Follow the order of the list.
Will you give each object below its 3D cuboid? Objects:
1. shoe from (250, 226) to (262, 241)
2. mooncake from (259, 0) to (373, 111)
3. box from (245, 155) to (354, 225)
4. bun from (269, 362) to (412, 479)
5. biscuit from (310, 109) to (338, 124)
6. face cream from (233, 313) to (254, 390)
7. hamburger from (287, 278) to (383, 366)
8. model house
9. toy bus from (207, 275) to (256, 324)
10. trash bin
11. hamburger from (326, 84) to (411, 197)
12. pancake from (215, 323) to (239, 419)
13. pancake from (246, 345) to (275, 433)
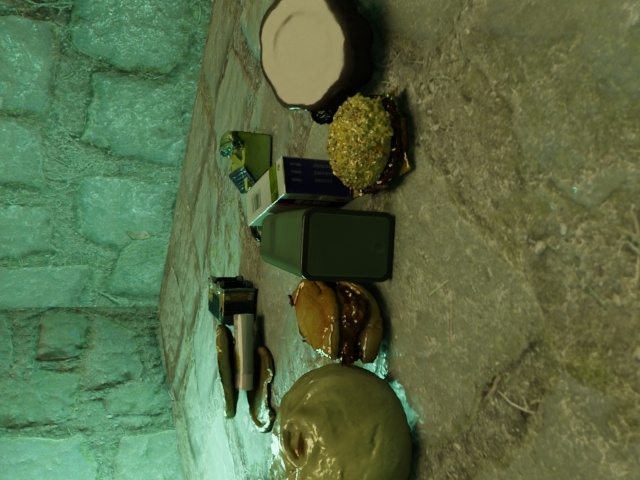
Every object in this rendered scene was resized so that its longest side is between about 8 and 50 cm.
[{"bbox_3d":[-0.179,-0.037,1.854,0.137,0.114,0.291,-55,37,40],"label":"shoe"},{"bbox_3d":[-0.006,-0.471,1.373,0.305,0.154,0.306,10,107,34],"label":"mooncake"},{"bbox_3d":[-0.064,-0.121,1.519,0.299,0.199,0.107,151,117,-61],"label":"box"},{"bbox_3d":[0.012,0.446,1.217,0.364,0.202,0.365,-26,55,44],"label":"bun"},{"bbox_3d":[0.021,-0.417,1.538,0.194,0.053,0.195,-178,90,-64],"label":"biscuit"},{"bbox_3d":[-0.274,0.400,2.000,0.107,0.073,0.270,149,121,-72],"label":"face cream"},{"bbox_3d":[0.040,0.177,1.327,0.245,0.155,0.282,-47,41,49],"label":"hamburger"},{"bbox_3d":[-0.284,-0.273,2.041,0.194,0.170,0.212,-13,77,62],"label":"model house"},{"bbox_3d":[-0.354,0.231,2.180,0.275,0.138,0.167,-169,81,-66],"label":"toy bus"},{"bbox_3d":[0.000,0.000,1.362,0.343,0.222,0.159,-170,83,-67],"label":"trash bin"},{"bbox_3d":[0.094,-0.222,1.265,0.261,0.138,0.243,-35,57,58],"label":"hamburger"},{"bbox_3d":[-0.346,0.483,2.088,0.356,0.065,0.357,172,90,-86],"label":"pancake"},{"bbox_3d":[-0.210,0.528,1.966,0.286,0.033,0.288,-125,44,-53],"label":"pancake"}]
